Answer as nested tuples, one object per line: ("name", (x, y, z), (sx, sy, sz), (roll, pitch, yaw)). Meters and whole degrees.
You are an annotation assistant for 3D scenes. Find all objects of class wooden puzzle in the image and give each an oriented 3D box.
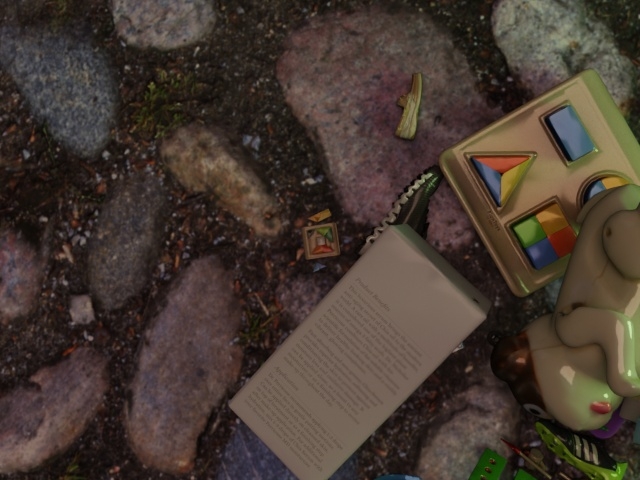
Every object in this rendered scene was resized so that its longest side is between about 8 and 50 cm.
("wooden puzzle", (0.000, 0.000, 1.589), (0.079, 0.014, 0.116), (-16, 84, 7))
("wooden puzzle", (0.444, -0.107, 1.481), (0.348, 0.080, 0.322), (-30, 89, 4))

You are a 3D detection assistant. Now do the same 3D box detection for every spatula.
("spatula", (0.441, 0.264, 1.494), (0.296, 0.030, 0.084), (35, 88, 10))

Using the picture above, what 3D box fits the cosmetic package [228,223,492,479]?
("cosmetic package", (0.073, 0.208, 1.448), (0.230, 0.161, 0.453), (44, 104, 10))

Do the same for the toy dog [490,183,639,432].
("toy dog", (0.460, 0.126, 1.293), (0.408, 0.285, 0.395), (-58, 40, 18))

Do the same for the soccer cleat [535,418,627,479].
("soccer cleat", (0.482, 0.385, 1.471), (0.179, 0.060, 0.072), (38, 64, 15))

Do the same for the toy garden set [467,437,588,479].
("toy garden set", (0.395, 0.459, 1.423), (0.244, 0.204, 0.049), (31, 122, 16))

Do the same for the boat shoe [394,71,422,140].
("boat shoe", (0.174, -0.268, 1.568), (0.045, 0.050, 0.135), (8, 87, 3))

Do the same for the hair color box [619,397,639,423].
("hair color box", (0.668, 0.179, 1.388), (0.105, 0.174, 0.347), (19, 88, -19))

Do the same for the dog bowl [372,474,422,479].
("dog bowl", (0.230, 0.510, 1.445), (0.297, 0.166, 0.074), (8, 98, 9))

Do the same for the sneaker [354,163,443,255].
("sneaker", (0.177, -0.037, 1.539), (0.106, 0.078, 0.234), (40, 90, 1))

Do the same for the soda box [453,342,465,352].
("soda box", (0.214, 0.132, 1.525), (0.063, 0.058, 0.183), (-23, 83, 6))

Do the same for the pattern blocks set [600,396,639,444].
("pattern blocks set", (0.558, 0.190, 1.393), (0.026, 0.285, 0.324), (25, 87, -35))
